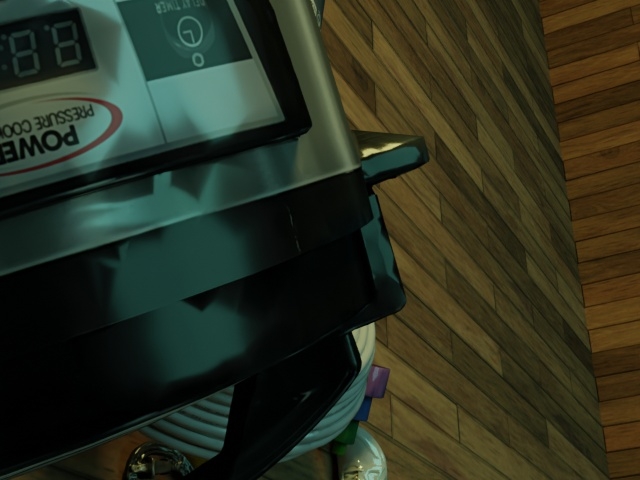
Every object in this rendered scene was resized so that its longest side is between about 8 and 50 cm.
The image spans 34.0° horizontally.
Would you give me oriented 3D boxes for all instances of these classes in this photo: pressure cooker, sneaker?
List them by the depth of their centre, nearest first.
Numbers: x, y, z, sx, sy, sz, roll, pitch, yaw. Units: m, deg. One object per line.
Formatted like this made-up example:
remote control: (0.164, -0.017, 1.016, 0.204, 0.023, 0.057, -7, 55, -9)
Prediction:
pressure cooker: (-0.166, -0.047, 0.481, 0.375, 0.370, 0.420, -24, 99, -66)
sneaker: (0.044, 0.278, 1.146, 0.061, 0.054, 0.152, 3, 75, -62)

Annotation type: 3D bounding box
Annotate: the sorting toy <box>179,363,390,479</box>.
sorting toy: (-0.039, 0.171, 1.000, 0.365, 0.127, 0.126, 17, 86, -62)

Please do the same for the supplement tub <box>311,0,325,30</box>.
supplement tub: (-0.087, -0.255, 0.996, 0.191, 0.191, 0.272, 52, 33, -42)

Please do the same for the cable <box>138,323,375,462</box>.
cable: (-0.076, 0.056, 0.805, 0.257, 0.089, 0.257, -2, 37, -44)

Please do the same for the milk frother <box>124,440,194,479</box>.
milk frother: (-0.087, 0.221, 0.791, 0.129, 0.135, 0.143, -8, 84, -67)
